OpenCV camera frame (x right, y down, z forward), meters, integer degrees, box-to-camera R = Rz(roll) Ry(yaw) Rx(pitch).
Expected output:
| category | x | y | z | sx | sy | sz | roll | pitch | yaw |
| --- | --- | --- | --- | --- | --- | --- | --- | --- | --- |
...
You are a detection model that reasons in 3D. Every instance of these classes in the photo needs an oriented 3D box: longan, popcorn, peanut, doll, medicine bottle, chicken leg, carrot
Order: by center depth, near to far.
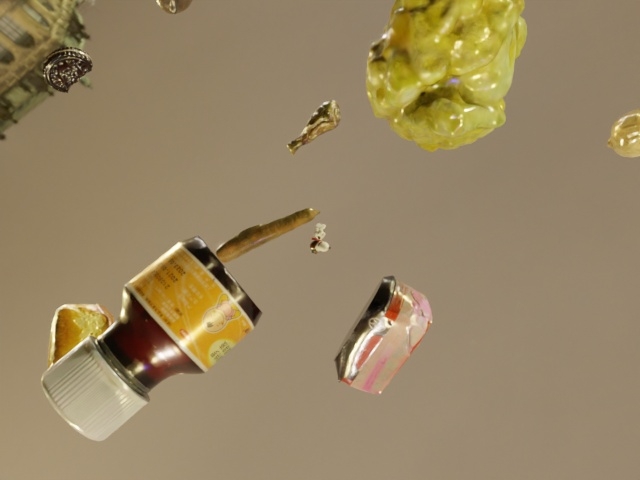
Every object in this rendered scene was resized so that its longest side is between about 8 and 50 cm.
| category | x | y | z | sx | sy | sz | roll | pitch | yaw |
| --- | --- | --- | --- | --- | --- | --- | --- | --- | --- |
| popcorn | 0.155 | -0.229 | 0.628 | 0.195 | 0.256 | 0.254 | 4 | -134 | 16 |
| medicine bottle | -0.321 | 0.192 | 0.988 | 0.395 | 0.242 | 0.243 | -43 | -136 | -13 |
| peanut | 0.714 | -0.251 | 1.083 | 0.117 | 0.263 | 0.101 | -31 | -99 | -8 |
| longan | -0.325 | -0.555 | 1.113 | 0.113 | 0.092 | 0.113 | -9 | -100 | 60 |
| chicken leg | -0.016 | -0.291 | 1.310 | 0.178 | 0.070 | 0.093 | -40 | -164 | -4 |
| doll | -0.006 | -0.003 | 1.389 | 0.058 | 0.085 | 0.040 | -7 | -155 | 23 |
| carrot | -0.160 | -0.027 | 1.540 | 0.343 | 0.070 | 0.070 | -25 | -133 | -3 |

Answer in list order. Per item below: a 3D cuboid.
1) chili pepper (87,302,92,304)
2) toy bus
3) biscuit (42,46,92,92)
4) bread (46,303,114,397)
| category | x | y | z | sx | sy | sz | roll | pitch | yaw |
| --- | --- | --- | --- | --- | --- | --- | --- | --- | --- |
| chili pepper | -0.680 | 0.227 | 1.473 | 0.034 | 0.030 | 0.091 | 3 | -102 | 23 |
| toy bus | 0.142 | 0.223 | 1.172 | 0.302 | 0.147 | 0.127 | -63 | -179 | 37 |
| biscuit | -0.453 | -0.305 | 0.905 | 0.087 | 0.089 | 0.027 | -20 | -115 | -20 |
| bread | -0.598 | 0.279 | 1.252 | 0.268 | 0.146 | 0.268 | -28 | -123 | 56 |
